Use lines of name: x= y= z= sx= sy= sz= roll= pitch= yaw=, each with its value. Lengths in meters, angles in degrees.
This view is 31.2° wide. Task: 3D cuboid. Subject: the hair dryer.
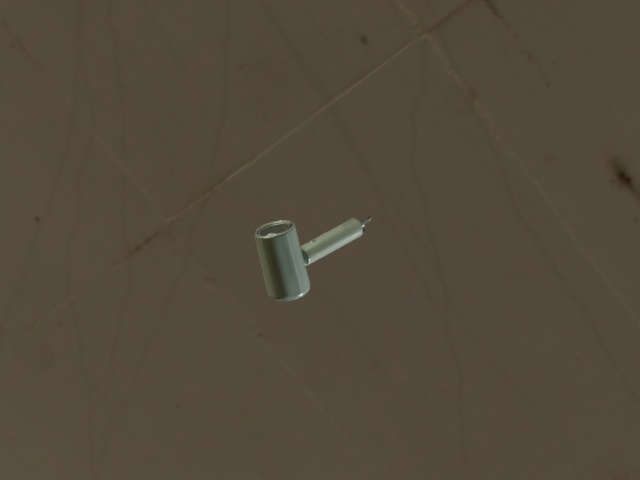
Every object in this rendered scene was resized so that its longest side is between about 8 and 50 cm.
hair dryer: x=0.000 y=0.000 z=0.993 sx=0.038 sy=0.124 sz=0.063 roll=14 pitch=-56 yaw=49
